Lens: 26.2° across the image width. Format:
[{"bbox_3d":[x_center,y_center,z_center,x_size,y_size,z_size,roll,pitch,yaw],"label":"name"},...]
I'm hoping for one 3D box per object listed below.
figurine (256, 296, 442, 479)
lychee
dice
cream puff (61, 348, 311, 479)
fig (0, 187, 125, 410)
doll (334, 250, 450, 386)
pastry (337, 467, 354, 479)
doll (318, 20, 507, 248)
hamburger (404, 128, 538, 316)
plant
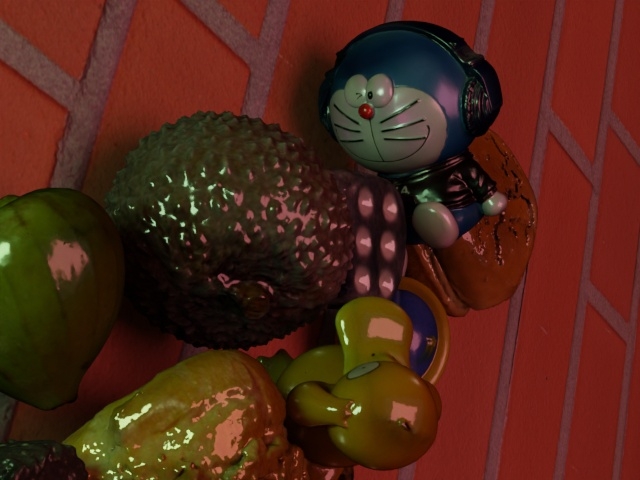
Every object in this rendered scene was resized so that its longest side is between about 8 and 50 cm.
[{"bbox_3d":[0.039,0.185,1.568,0.215,0.228,0.215,14,55,-22],"label":"figurine"},{"bbox_3d":[-0.107,-0.011,1.614,0.300,0.300,0.300,10,78,-56],"label":"lychee"},{"bbox_3d":[0.000,0.000,1.857,0.181,0.183,0.182,8,81,-58],"label":"dice"},{"bbox_3d":[-0.139,0.279,1.471,0.327,0.343,0.231,-12,60,-51],"label":"cream puff"},{"bbox_3d":[-0.283,0.061,1.397,0.203,0.203,0.225,-29,104,-54],"label":"fig"},{"bbox_3d":[0.116,0.122,2.000,0.242,0.159,0.311,66,28,-63],"label":"doll"},{"bbox_3d":[-0.035,0.286,1.757,0.275,0.193,0.275,15,73,-57],"label":"pastry"},{"bbox_3d":[0.133,-0.161,1.976,0.240,0.284,0.310,-35,112,-50],"label":"doll"},{"bbox_3d":[0.225,-0.042,2.227,0.284,0.174,0.304,52,38,-24],"label":"hamburger"},{"bbox_3d":[-0.328,0.252,1.312,0.131,0.203,0.142,-8,83,-63],"label":"plant"}]
